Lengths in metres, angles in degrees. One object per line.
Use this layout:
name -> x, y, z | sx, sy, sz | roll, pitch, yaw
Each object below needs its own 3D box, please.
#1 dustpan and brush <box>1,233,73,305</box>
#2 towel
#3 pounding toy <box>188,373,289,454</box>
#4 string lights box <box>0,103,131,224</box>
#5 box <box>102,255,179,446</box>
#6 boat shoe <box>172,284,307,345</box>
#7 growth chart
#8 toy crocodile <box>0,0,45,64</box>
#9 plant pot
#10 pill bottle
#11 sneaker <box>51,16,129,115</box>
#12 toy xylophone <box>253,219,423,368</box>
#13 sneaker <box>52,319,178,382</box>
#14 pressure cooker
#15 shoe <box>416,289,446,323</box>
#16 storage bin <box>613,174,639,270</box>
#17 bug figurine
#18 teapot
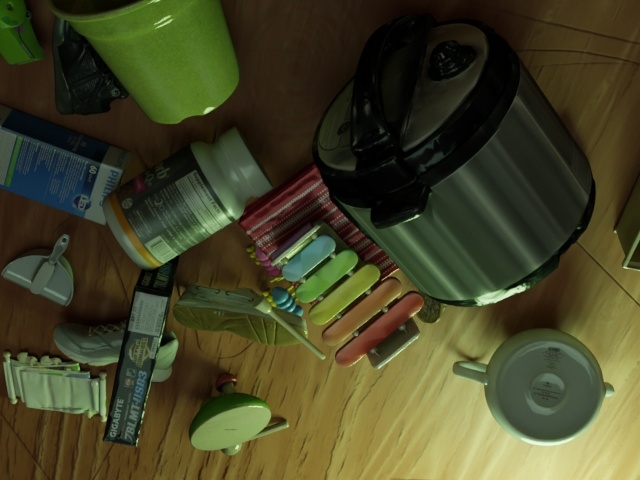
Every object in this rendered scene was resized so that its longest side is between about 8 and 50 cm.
dustpan and brush -> -0.539, 0.049, 1.886 | 0.147, 0.060, 0.211 | 28, 120, -16
towel -> 0.000, 0.000, 1.781 | 0.199, 0.031, 0.275 | -35, 112, 15
pounding toy -> -0.200, 0.373, 2.082 | 0.183, 0.110, 0.237 | -30, 148, 8
string lights box -> -0.497, -0.139, 1.751 | 0.259, 0.077, 0.133 | 20, 122, -11
box -> -0.335, 0.190, 1.785 | 0.073, 0.295, 0.293 | 15, 101, -9
boat shoe -> -0.151, 0.135, 1.891 | 0.277, 0.096, 0.098 | 11, 140, 10
growth chart -> -0.583, 0.319, 2.092 | 0.237, 0.021, 0.172 | 11, 123, -5
toy crocodile -> -0.569, -0.434, 1.549 | 0.115, 0.105, 0.340 | -7, 129, 40
plant pot -> -0.254, -0.337, 1.522 | 0.276, 0.276, 0.254 | -14, 133, 11
pill bottle -> -0.236, -0.079, 1.707 | 0.278, 0.162, 0.162 | -31, 118, 2
sneaker -> -0.391, -0.315, 1.628 | 0.130, 0.087, 0.228 | 4, 127, -2
toy xylophone -> 0.026, 0.115, 1.767 | 0.322, 0.081, 0.236 | 38, 104, -18
sneaker -> -0.419, 0.199, 1.973 | 0.262, 0.099, 0.121 | 18, 115, -18
pressure cooker -> 0.196, -0.149, 1.519 | 0.375, 0.370, 0.420 | -45, 121, -1
shoe -> 0.233, 0.061, 1.876 | 0.076, 0.058, 0.219 | 19, 120, 13
storage bin -> 0.708, -0.066, 1.728 | 0.260, 0.123, 0.262 | 10, 123, -4
bug figurine -> -0.017, 0.051, 1.863 | 0.279, 0.072, 0.216 | -29, 118, 20
teapot -> 0.444, 0.292, 1.949 | 0.252, 0.187, 0.256 | -37, 90, 3
